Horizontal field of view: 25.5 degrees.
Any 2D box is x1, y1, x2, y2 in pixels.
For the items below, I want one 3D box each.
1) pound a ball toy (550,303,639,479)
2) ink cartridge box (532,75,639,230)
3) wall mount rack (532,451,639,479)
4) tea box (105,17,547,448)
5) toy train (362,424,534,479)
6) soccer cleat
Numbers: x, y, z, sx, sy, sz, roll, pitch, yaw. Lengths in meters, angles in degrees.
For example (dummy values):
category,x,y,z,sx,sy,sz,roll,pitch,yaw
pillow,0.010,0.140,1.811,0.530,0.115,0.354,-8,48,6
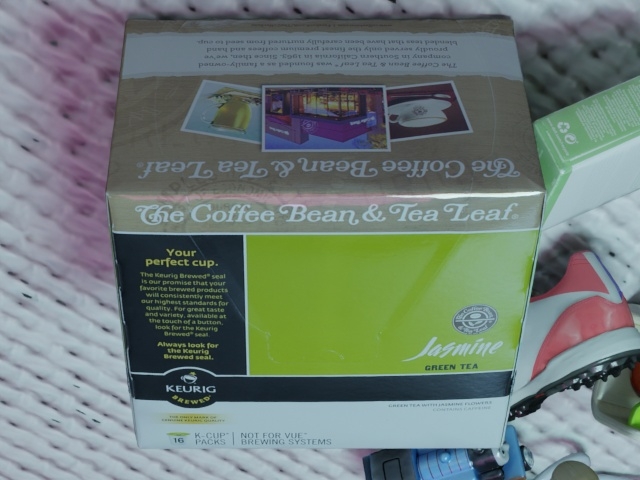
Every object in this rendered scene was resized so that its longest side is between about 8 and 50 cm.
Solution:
category,x,y,z,sx,sy,sz,roll,pitch,yaw
pound a ball toy,0.390,0.191,1.437,0.319,0.136,0.208,15,94,-16
ink cartridge box,0.281,-0.091,1.189,0.235,0.056,0.171,-23,164,-7
wall mount rack,0.311,0.379,1.670,0.304,0.130,0.350,-21,145,-27
tea box,0.000,0.000,1.203,0.329,0.220,0.324,0,136,-2
toy train,0.140,0.256,1.553,0.184,0.080,0.105,-20,149,19
soccer cleat,0.190,0.115,1.426,0.108,0.116,0.318,-4,161,-37
